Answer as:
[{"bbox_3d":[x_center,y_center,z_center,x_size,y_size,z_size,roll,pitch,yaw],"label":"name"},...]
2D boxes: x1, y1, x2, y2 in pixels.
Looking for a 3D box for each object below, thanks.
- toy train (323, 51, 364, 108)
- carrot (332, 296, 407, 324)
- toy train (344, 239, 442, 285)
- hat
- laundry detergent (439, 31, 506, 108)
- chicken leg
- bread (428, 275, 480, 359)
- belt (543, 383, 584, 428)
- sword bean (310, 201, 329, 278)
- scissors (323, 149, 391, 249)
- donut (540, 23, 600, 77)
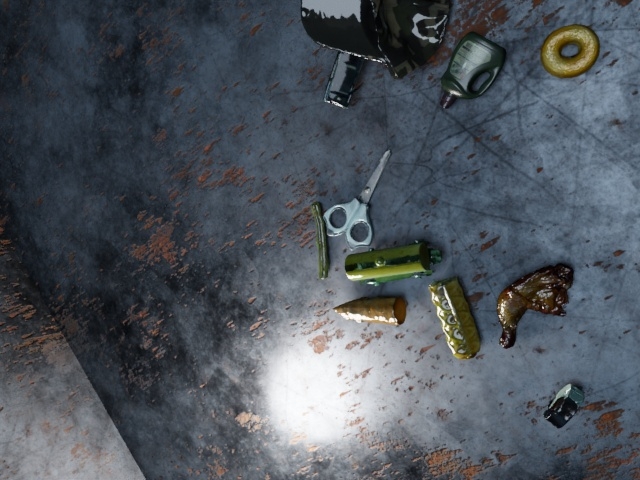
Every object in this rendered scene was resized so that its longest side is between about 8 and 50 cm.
[{"bbox_3d":[0.109,-0.617,1.846,0.086,0.089,0.410,17,110,-5],"label":"toy train"},{"bbox_3d":[0.157,0.235,2.021,0.262,0.102,0.102,-3,100,30],"label":"carrot"},{"bbox_3d":[0.226,0.081,1.894,0.307,0.189,0.127,-9,96,27],"label":"toy train"},{"bbox_3d":[0.152,-0.680,1.720,0.381,0.257,0.367,26,125,25],"label":"hat"},{"bbox_3d":[0.426,-0.473,1.729,0.144,0.078,0.222,33,114,11],"label":"laundry detergent"},{"bbox_3d":[0.624,0.188,1.790,0.322,0.083,0.177,-40,98,25],"label":"chicken leg"},{"bbox_3d":[0.426,0.248,1.893,0.087,0.098,0.270,-14,97,67],"label":"bread"},{"bbox_3d":[0.727,0.494,1.790,0.058,0.105,0.140,35,109,10],"label":"belt"},{"bbox_3d":[0.000,-0.001,2.076,0.043,0.038,0.270,-6,100,2],"label":"sword bean"},{"bbox_3d":[0.143,-0.140,1.975,0.191,0.029,0.361,35,115,17],"label":"scissors"},{"bbox_3d":[0.668,-0.508,1.613,0.151,0.058,0.152,5,104,23],"label":"donut"}]
